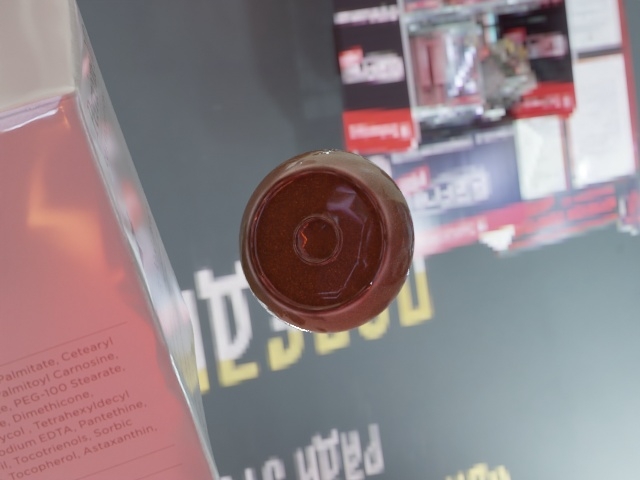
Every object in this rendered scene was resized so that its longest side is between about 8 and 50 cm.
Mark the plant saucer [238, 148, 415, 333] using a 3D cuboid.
[{"bbox_3d":[0.000,0.000,1.249,0.168,0.168,0.029,-5,175,19],"label":"plant saucer"}]

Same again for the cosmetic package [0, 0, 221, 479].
[{"bbox_3d":[-0.304,0.039,1.199,0.328,0.393,0.329,-18,-152,-2],"label":"cosmetic package"}]
